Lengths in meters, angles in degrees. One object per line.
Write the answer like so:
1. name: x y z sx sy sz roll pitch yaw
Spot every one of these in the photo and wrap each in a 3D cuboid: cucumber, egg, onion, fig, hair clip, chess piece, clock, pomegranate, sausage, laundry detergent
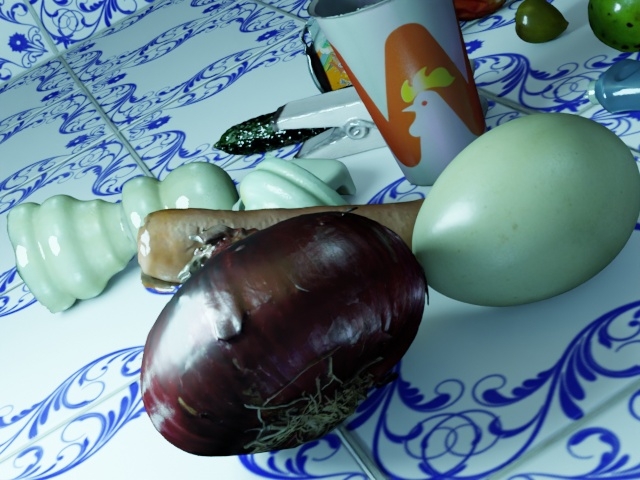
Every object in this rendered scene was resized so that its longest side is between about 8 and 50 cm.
1. cucumber: -0.052 -0.197 1.719 0.300 0.072 0.072 -13 30 27
2. egg: 0.215 -0.028 1.068 0.253 0.188 0.188 -33 26 9
3. onion: -0.040 0.081 1.006 0.314 0.232 0.314 -27 -17 -9
4. fig: 0.360 -0.357 1.647 0.088 0.074 0.074 15 40 10
5. hair clip: 0.092 -0.194 1.570 0.330 0.101 0.085 -9 28 25
6. chess piece: -0.283 -0.024 1.528 0.330 0.182 0.182 -19 28 2
7. chess piece: -0.094 0.053 1.265 0.176 0.176 0.298 11 58 50
8. clock: -0.053 -0.047 1.467 0.151 0.062 0.191 6 42 45
9. pomegranate: 0.457 -0.339 1.458 0.122 0.143 0.169 9 33 -28
10. sausage: 0.000 0.000 1.162 0.419 0.094 0.094 -3 -20 -18
11. laundry detergent: 0.444 -0.206 1.321 0.206 0.061 0.097 -3 43 39

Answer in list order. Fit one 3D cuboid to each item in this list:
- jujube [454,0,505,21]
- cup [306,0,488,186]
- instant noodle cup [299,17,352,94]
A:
1. jujube: 0.254 -0.491 1.866 0.174 0.174 0.250 -33 25 -12
2. cup: 0.128 -0.229 1.382 0.203 0.288 0.203 -20 28 11
3. instant noodle cup: 0.060 -0.322 1.757 0.177 0.208 0.125 -52 11 6
